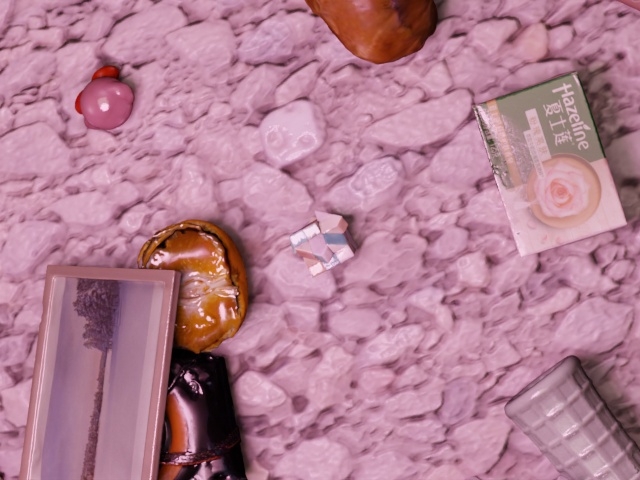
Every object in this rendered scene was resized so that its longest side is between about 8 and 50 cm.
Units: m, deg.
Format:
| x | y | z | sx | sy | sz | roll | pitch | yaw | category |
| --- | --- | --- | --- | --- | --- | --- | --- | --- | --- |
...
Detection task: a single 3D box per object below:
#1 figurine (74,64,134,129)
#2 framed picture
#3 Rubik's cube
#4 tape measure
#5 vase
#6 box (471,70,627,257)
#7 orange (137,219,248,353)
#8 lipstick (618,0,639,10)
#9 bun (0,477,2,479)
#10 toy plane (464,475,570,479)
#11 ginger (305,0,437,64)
| x | y | z | sx | sy | sz | roll | pitch | yaw | category |
| --- | --- | --- | --- | --- | --- | --- | --- | --- | --- |
| -0.277 | -0.175 | 1.751 | 0.071 | 0.067 | 0.083 | 47 | 117 | 25 | figurine |
| -0.274 | 0.176 | 1.682 | 0.213 | 0.016 | 0.289 | 2 | 82 | 32 | framed picture |
| 0.002 | -0.001 | 1.705 | 0.075 | 0.084 | 0.073 | -29 | 92 | -6 | Rubik's cube |
| -0.211 | 0.237 | 1.727 | 0.223 | 0.135 | 0.202 | -12 | 87 | 16 | tape measure |
| 0.353 | 0.284 | 1.632 | 0.143 | 0.143 | 0.299 | -39 | 84 | 10 | vase |
| 0.276 | -0.091 | 1.650 | 0.135 | 0.081 | 0.199 | -19 | 92 | 11 | box |
| -0.154 | 0.053 | 1.720 | 0.160 | 0.112 | 0.170 | 42 | 122 | 3 | orange |
| 0.332 | -0.334 | 1.628 | 0.254 | 0.070 | 0.070 | 27 | 98 | 8 | lipstick |
| -0.543 | 0.388 | 1.794 | 0.287 | 0.146 | 0.287 | 1 | 96 | 10 | bun |
| 0.251 | 0.387 | 1.634 | 0.267 | 0.122 | 0.267 | 20 | 124 | 34 | toy plane |
| 0.043 | -0.370 | 1.633 | 0.172 | 0.165 | 0.321 | -9 | 91 | -33 | ginger |
